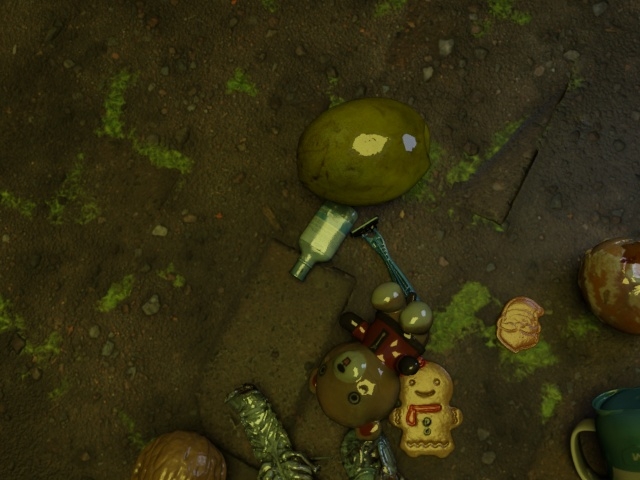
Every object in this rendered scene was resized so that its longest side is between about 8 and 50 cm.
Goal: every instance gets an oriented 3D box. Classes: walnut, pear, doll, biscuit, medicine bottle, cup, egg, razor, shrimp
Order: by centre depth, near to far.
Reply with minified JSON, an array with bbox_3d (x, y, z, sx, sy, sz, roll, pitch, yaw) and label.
[{"bbox_3d":[0.664,0.442,1.461,0.290,0.219,0.257,-16,96,41],"label":"cup"},{"bbox_3d":[0.149,0.567,1.499,0.137,0.172,0.372,-28,72,-7],"label":"shrimp"},{"bbox_3d":[-0.306,0.516,1.520,0.213,0.213,0.213,-1,80,3],"label":"walnut"},{"bbox_3d":[-0.078,0.503,1.538,0.221,0.166,0.410,-28,67,0],"label":"shrimp"},{"bbox_3d":[0.671,0.101,1.543,0.195,0.195,0.233,-37,76,-4],"label":"egg"},{"bbox_3d":[0.121,0.256,1.554,0.235,0.174,0.330,38,92,35],"label":"doll"},{"bbox_3d":[0.237,0.372,1.597,0.166,0.036,0.225,1,80,5],"label":"biscuit"},{"bbox_3d":[0.095,-0.201,1.607,0.307,0.253,0.252,2,80,14],"label":"pear"},{"bbox_3d":[0.455,0.192,1.624,0.102,0.019,0.130,20,82,8],"label":"biscuit"},{"bbox_3d":[0.168,0.066,1.653,0.082,0.042,0.253,-34,81,18],"label":"razor"},{"bbox_3d":[0.000,0.000,1.668,0.090,0.053,0.208,33,85,7],"label":"medicine bottle"}]
